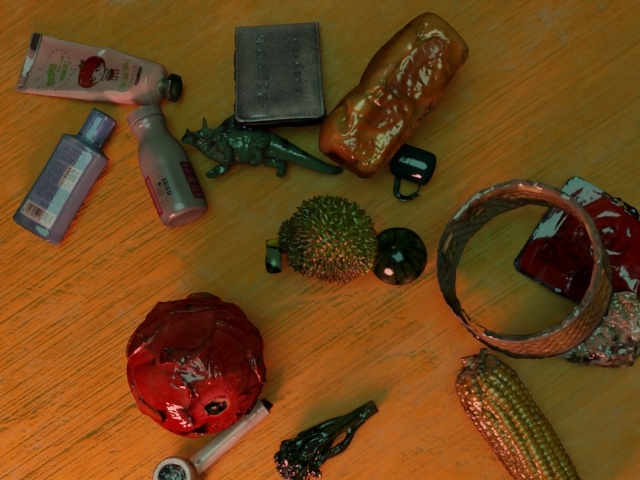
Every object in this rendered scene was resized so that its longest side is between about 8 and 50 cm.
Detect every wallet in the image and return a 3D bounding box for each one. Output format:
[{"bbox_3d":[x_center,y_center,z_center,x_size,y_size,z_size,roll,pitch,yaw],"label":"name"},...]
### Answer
[{"bbox_3d":[-0.075,-0.300,1.462,0.167,0.036,0.222,-3,68,1],"label":"wallet"}]

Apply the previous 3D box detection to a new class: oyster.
[{"bbox_3d":[0.470,0.157,1.319,0.125,0.064,0.177,46,117,9],"label":"oyster"}]

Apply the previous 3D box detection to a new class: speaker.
[{"bbox_3d":[0.160,-0.119,1.430,0.075,0.060,0.094,21,120,10],"label":"speaker"}]

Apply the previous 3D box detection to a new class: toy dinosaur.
[{"bbox_3d":[-0.114,-0.151,1.447,0.292,0.079,0.120,22,63,12],"label":"toy dinosaur"}]

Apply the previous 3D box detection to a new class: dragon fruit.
[{"bbox_3d":[-0.205,0.202,1.337,0.241,0.241,0.252,-47,61,-1],"label":"dragon fruit"}]

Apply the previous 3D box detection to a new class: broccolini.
[{"bbox_3d":[0.007,0.335,1.374,0.202,0.068,0.091,-42,60,-1],"label":"broccolini"}]

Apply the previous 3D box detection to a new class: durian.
[{"bbox_3d":[0.013,-0.002,1.376,0.159,0.198,0.146,16,80,-34],"label":"durian"}]

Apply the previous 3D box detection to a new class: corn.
[{"bbox_3d":[0.326,0.321,1.308,0.115,0.115,0.318,-35,80,2],"label":"corn"}]

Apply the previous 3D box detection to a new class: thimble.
[{"bbox_3d":[0.323,0.050,1.293,0.270,0.150,0.271,-7,71,22],"label":"thimble"}]

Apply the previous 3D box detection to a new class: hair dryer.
[{"bbox_3d":[-0.174,0.354,1.377,0.236,0.131,0.073,-36,76,-12],"label":"hair dryer"}]

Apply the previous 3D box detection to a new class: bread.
[{"bbox_3d":[0.121,-0.246,1.395,0.132,0.167,0.294,42,87,-12],"label":"bread"}]

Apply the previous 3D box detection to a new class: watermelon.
[{"bbox_3d":[0.134,0.022,1.402,0.105,0.062,0.106,-2,73,6],"label":"watermelon"}]

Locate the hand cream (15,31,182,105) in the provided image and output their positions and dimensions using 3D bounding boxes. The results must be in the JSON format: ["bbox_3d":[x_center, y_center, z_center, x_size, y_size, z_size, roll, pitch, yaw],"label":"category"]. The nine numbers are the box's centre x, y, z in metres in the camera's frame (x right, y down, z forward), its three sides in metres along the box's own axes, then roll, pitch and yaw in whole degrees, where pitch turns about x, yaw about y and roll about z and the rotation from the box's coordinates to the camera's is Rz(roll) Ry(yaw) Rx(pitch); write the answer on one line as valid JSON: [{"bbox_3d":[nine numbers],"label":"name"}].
[{"bbox_3d":[-0.422,-0.314,1.533,0.336,0.076,0.121,13,82,16],"label":"hand cream"}]

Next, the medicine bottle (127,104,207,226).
[{"bbox_3d":[-0.283,-0.138,1.468,0.090,0.090,0.217,-24,79,4],"label":"medicine bottle"}]

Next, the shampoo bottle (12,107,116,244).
[{"bbox_3d":[-0.466,-0.125,1.505,0.103,0.061,0.258,30,87,11],"label":"shampoo bottle"}]

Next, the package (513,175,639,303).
[{"bbox_3d":[0.485,0.035,1.349,0.269,0.071,0.194,35,88,12],"label":"package"}]
